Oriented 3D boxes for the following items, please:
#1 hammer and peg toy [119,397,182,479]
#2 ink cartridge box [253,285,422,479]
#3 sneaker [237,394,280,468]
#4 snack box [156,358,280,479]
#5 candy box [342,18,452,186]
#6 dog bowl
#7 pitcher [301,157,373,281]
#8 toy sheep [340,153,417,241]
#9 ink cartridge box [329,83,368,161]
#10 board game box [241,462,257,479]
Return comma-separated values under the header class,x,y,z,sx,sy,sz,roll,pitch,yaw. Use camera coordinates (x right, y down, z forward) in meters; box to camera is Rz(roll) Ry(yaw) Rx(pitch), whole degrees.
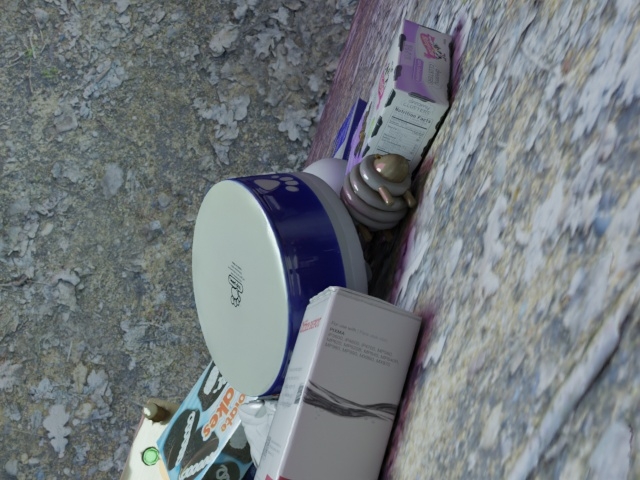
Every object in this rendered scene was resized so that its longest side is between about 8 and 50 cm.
class,x,y,z,sx,sy,sz,roll,pitch,yaw
hammer and peg toy,-0.313,0.547,1.841,0.127,0.266,0.361,66,-143,-65
ink cartridge box,0.009,0.164,0.794,0.158,0.092,0.218,137,149,-77
sneaker,-0.031,0.246,1.034,0.232,0.090,0.115,146,117,-67
snack box,-0.115,0.222,1.237,0.322,0.060,0.187,-56,28,2
candy box,0.094,-0.147,1.054,0.165,0.070,0.196,-77,8,-48
dog bowl,-0.058,0.051,1.019,0.265,0.104,0.265,17,110,57
pitcher,0.000,0.000,1.153,0.178,0.125,0.207,-45,29,36
toy sheep,0.063,-0.049,0.977,0.132,0.091,0.091,-56,14,37
ink cartridge box,0.048,-0.158,1.604,0.208,0.045,0.206,119,168,-65
board game box,-0.115,0.417,1.275,0.194,0.060,0.194,147,141,-82
